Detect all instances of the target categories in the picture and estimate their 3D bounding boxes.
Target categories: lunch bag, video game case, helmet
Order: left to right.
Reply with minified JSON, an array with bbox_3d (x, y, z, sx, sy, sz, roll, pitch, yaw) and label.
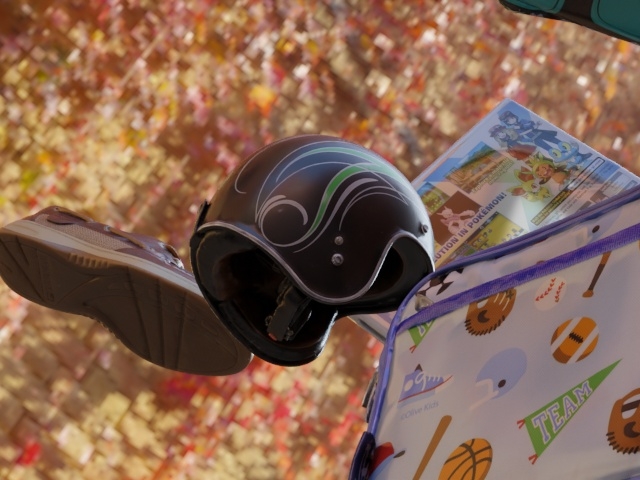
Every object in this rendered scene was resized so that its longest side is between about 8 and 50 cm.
[{"bbox_3d":[0.000,0.000,1.152,0.169,0.161,0.169,29,-40,27],"label":"helmet"},{"bbox_3d":[0.205,0.020,1.621,0.300,0.329,0.036,36,-22,30],"label":"video game case"},{"bbox_3d":[0.146,0.082,0.838,0.303,0.243,0.115,-23,-51,41],"label":"lunch bag"}]

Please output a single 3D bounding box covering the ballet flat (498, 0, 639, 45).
[{"bbox_3d":[0.159,-0.165,0.866,0.241,0.077,0.091,26,-44,3],"label":"ballet flat"}]

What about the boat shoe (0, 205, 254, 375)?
[{"bbox_3d":[-0.198,0.039,1.659,0.342,0.123,0.123,18,-52,27],"label":"boat shoe"}]
